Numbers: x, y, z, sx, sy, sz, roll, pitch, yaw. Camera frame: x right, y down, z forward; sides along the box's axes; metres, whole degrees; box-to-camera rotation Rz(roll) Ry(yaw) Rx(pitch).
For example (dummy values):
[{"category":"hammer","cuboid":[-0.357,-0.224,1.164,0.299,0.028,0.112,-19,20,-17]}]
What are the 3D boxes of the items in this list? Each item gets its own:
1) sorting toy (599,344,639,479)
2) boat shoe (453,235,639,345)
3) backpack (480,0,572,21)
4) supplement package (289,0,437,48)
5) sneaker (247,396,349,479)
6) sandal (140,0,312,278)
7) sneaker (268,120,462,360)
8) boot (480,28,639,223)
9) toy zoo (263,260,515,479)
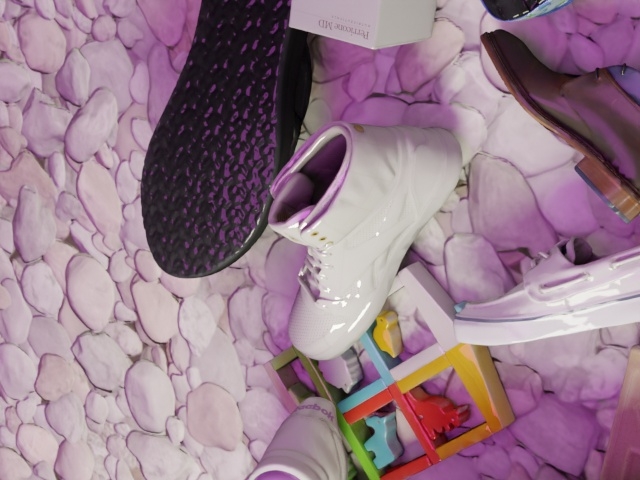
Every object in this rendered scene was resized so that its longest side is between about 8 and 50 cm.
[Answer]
[{"category":"sorting toy","cuboid":[0.355,0.211,1.085,0.193,0.038,0.208,21,120,31]},{"category":"boat shoe","cuboid":[0.236,0.038,1.096,0.258,0.095,0.084,-14,90,28]},{"category":"backpack","cuboid":[0.182,-0.253,1.045,0.105,0.084,0.114,-28,81,40]},{"category":"supplement package","cuboid":[0.049,-0.282,1.125,0.105,0.105,0.179,20,115,31]},{"category":"sneaker","cuboid":[-0.007,0.298,1.307,0.114,0.152,0.305,13,135,12]},{"category":"sandal","cuboid":[-0.067,-0.163,1.266,0.168,0.107,0.445,25,105,31]},{"category":"sneaker","cuboid":[0.000,0.000,1.188,0.108,0.169,0.292,53,126,39]},{"category":"boot","cuboid":[0.241,-0.130,1.060,0.106,0.082,0.219,-42,73,16]},{"category":"toy zoo","cuboid":[0.080,0.151,1.276,0.293,0.030,0.192,-36,81,39]}]
